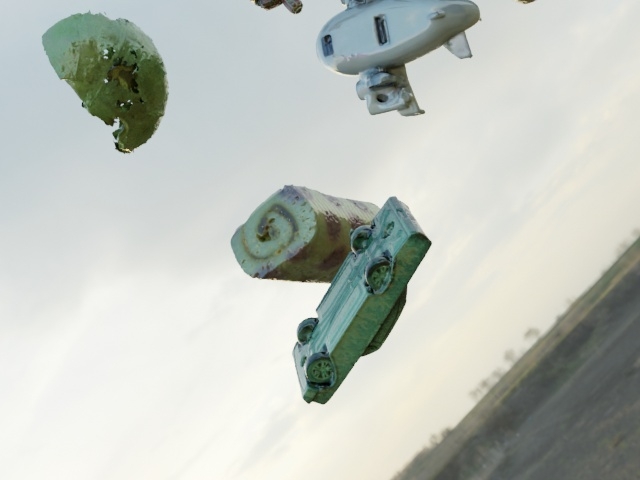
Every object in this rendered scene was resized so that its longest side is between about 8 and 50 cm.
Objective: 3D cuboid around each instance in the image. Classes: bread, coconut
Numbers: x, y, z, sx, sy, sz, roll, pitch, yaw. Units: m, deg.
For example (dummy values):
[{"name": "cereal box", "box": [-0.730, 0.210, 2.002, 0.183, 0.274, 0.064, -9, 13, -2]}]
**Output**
[{"name": "bread", "box": [0.000, 0.000, 1.549, 0.187, 0.155, 0.338, -44, -23, 22]}, {"name": "coconut", "box": [-0.223, -0.184, 0.853, 0.055, 0.158, 0.133, 4, 58, 54]}]

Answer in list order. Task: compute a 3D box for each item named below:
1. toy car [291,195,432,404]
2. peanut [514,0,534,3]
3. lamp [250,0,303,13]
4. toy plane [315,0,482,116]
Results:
[{"name": "toy car", "box": [0.061, 0.098, 1.177, 0.321, 0.097, 0.141, -60, 22, 19]}, {"name": "peanut", "box": [0.266, -0.433, 1.141, 0.108, 0.095, 0.226, -33, -47, 20]}, {"name": "lamp", "box": [-0.060, -0.345, 1.072, 0.031, 0.083, 0.063, 27, -106, -71]}, {"name": "toy plane", "box": [0.110, -0.300, 1.130, 0.245, 0.244, 0.117, -53, -13, 21]}]
